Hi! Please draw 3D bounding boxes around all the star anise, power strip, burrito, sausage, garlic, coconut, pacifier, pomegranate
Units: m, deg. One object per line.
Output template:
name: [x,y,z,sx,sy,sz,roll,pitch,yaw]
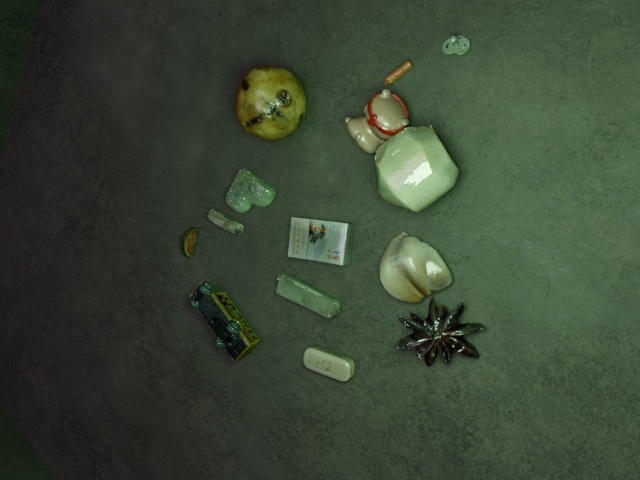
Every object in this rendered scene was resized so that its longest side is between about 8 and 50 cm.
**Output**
star anise: [0.371,0.290,1.578,0.282,0.129,0.213,-20,89,21]
power strip: [-0.045,0.205,1.852,0.285,0.048,0.080,23,106,27]
burrito: [-0.381,-0.073,2.035,0.188,0.045,0.058,29,132,23]
sausage: [0.252,-0.545,1.647,0.107,0.031,0.031,-34,76,28]
garlic: [0.283,0.091,1.623,0.217,0.110,0.228,-40,74,29]
coconut: [0.277,-0.210,1.535,0.247,0.245,0.245,-32,77,20]
pacifier: [0.411,-0.603,1.533,0.083,0.064,0.068,16,83,28]
pomegranate: [-0.174,-0.487,1.786,0.260,0.260,0.261,2,94,30]

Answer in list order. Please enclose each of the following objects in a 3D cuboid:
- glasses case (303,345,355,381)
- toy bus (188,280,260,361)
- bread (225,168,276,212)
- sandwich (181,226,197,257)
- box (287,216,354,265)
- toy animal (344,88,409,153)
glasses case: [0.030,0.444,1.821,0.196,0.050,0.083,11,101,29]
toy bus: [-0.386,0.313,2.014,0.336,0.123,0.121,50,116,19]
bread: [-0.281,-0.199,1.959,0.231,0.064,0.173,-8,91,29]
sandwich: [-0.557,0.008,2.128,0.029,0.067,0.135,17,101,32]
box: [0.001,0.000,1.803,0.233,0.067,0.150,8,97,29]
toy animal: [0.191,-0.381,1.626,0.197,0.171,0.171,-32,77,36]
